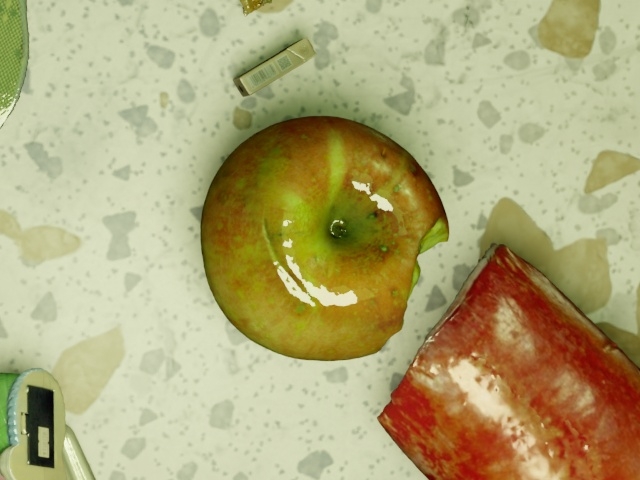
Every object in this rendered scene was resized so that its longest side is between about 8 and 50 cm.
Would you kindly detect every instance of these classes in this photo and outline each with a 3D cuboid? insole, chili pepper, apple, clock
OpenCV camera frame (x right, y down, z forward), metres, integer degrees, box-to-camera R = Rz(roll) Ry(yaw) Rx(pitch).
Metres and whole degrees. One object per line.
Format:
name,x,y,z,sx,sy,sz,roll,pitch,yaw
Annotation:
insole,-0.338,-0.256,1.574,0.109,0.007,0.322,10,92,-12
chili pepper,0.208,0.183,1.624,0.251,0.229,0.305,-45,90,-3
apple,0.000,0.000,1.551,0.246,0.226,0.246,2,83,-14
clock,-0.347,0.225,1.531,0.195,0.100,0.194,-13,69,27

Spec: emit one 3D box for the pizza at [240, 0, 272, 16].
pizza,-0.062,-0.299,1.615,0.100,0.029,0.099,-35,98,-8

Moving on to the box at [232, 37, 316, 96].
box,-0.048,-0.179,1.613,0.083,0.053,0.024,-34,99,-8

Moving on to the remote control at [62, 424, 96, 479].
remote control,-0.257,0.304,1.603,0.090,0.049,0.230,-21,99,-7
